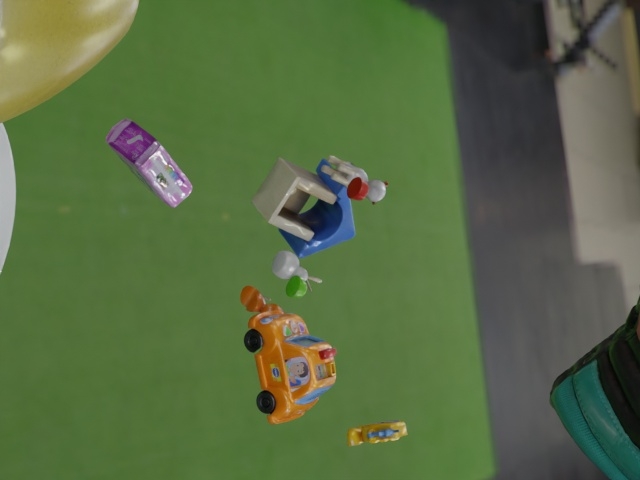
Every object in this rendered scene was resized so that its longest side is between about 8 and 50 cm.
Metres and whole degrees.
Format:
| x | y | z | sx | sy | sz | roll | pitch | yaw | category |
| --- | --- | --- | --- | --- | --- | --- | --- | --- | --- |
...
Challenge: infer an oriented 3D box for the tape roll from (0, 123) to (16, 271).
| x | y | z | sx | sy | sz | roll | pitch | yaw | category |
| --- | --- | --- | --- | --- | --- | --- | --- | --- | --- |
| -0.317 | -0.031 | 1.007 | 0.246 | 0.169 | 0.246 | -21 | 125 | -33 | tape roll |

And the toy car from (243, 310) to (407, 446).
| x | y | z | sx | sy | sz | roll | pitch | yaw | category |
| --- | --- | --- | --- | --- | --- | --- | --- | --- | --- |
| 0.009 | 0.070 | 0.934 | 0.122 | 0.040 | 0.060 | 22 | 60 | -54 | toy car |

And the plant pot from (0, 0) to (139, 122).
| x | y | z | sx | sy | sz | roll | pitch | yaw | category |
| --- | --- | --- | --- | --- | --- | --- | --- | --- | --- |
| -0.138 | -0.115 | 0.800 | 0.095 | 0.134 | 0.134 | -11 | 93 | -40 | plant pot |

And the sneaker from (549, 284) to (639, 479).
| x | y | z | sx | sy | sz | roll | pitch | yaw | category |
| --- | --- | --- | --- | --- | --- | --- | --- | --- | --- |
| 0.201 | 0.031 | 0.949 | 0.178 | 0.123 | 0.295 | 122 | -17 | -44 | sneaker |

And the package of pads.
| x | y | z | sx | sy | sz | roll | pitch | yaw | category |
| --- | --- | --- | --- | --- | --- | --- | --- | --- | --- |
| -0.145 | -0.066 | 1.531 | 0.032 | 0.050 | 0.083 | -49 | 150 | -8 | package of pads |

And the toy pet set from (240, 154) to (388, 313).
| x | y | z | sx | sy | sz | roll | pitch | yaw | category |
| --- | --- | --- | --- | --- | --- | --- | --- | --- | --- |
| 0.000 | 0.000 | 1.214 | 0.065 | 0.122 | 0.114 | 25 | 14 | -33 | toy pet set |
